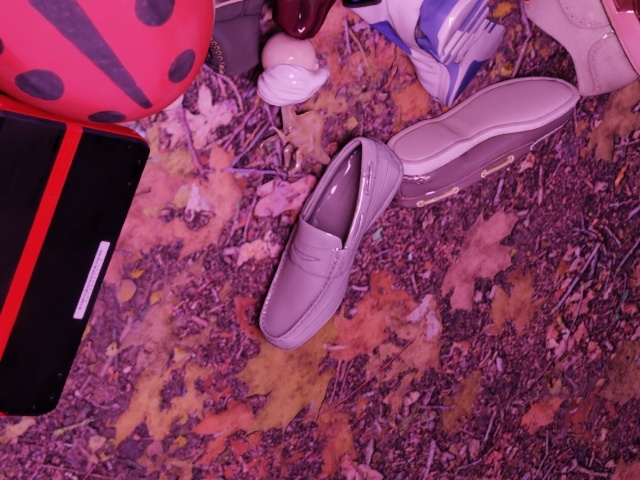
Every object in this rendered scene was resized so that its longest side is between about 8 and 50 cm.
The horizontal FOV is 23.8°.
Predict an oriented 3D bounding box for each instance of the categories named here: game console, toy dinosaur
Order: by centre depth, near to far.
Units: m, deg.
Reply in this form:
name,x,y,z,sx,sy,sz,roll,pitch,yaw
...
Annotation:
name,x,y,z,sx,sy,sz,roll,pitch,yaw
game console,-0.374,0.028,1.780,0.342,0.060,0.387,10,104,-60
toy dinosaur,-0.025,-0.128,2.041,0.092,0.053,0.183,-48,135,-10

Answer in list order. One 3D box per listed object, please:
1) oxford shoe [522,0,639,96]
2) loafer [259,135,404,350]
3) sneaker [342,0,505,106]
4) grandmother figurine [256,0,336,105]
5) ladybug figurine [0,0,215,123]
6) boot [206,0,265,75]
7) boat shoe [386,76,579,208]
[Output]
name,x,y,z,sx,sy,sz,roll,pitch,yaw
oxford shoe,0.319,-0.365,2.045,0.397,0.146,0.140,58,26,-14
loafer,0.000,0.000,2.091,0.111,0.112,0.319,28,89,-57
sneaker,0.135,-0.304,2.030,0.127,0.182,0.315,-51,165,-3
grandmother figurine,-0.015,-0.332,1.887,0.208,0.104,0.342,-18,124,-59
ladybug figurine,-0.273,-0.274,1.614,0.305,0.162,0.449,-35,133,12
boot,-0.145,-0.249,1.857,0.197,0.077,0.137,-20,131,-30
boat shoe,0.239,-0.145,2.219,0.324,0.116,0.097,-25,133,-23
